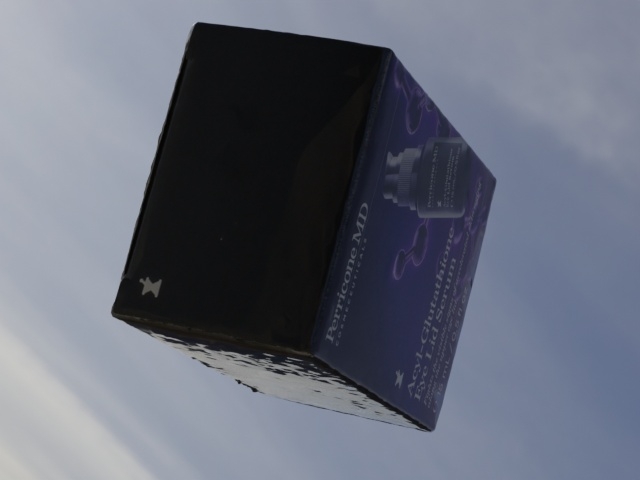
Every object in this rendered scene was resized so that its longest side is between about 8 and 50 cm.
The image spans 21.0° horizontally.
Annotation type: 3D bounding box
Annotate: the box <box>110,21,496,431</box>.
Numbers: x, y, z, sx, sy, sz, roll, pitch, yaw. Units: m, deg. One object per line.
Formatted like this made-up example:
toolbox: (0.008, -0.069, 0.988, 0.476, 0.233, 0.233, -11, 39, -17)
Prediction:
box: (0.000, 0.000, 0.879, 0.108, 0.153, 0.207, 10, -11, 22)
